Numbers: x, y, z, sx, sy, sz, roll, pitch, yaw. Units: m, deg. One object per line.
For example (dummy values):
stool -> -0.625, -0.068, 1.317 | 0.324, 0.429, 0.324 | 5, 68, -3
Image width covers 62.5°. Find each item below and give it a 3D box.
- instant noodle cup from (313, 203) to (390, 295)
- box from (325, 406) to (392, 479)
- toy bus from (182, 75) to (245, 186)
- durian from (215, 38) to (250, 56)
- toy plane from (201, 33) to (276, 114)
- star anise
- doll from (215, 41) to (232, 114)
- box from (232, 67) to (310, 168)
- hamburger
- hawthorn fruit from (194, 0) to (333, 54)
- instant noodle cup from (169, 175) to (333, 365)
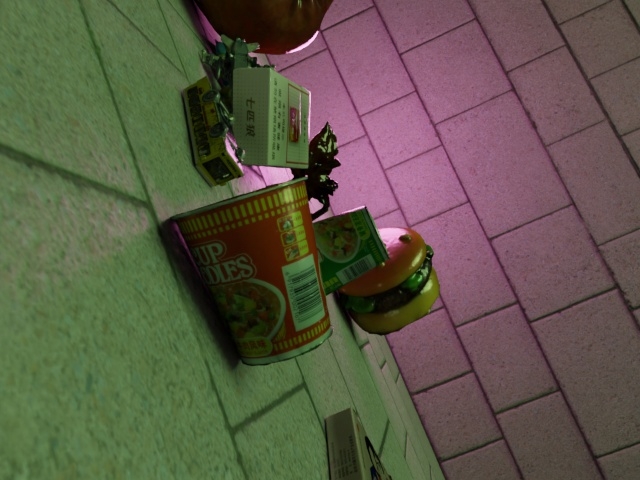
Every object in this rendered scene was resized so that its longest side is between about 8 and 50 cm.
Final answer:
instant noodle cup -> 0.033, 0.027, 1.265 | 0.207, 0.233, 0.207 | -24, 90, -83
box -> 0.086, 0.475, 0.867 | 0.353, 0.069, 0.214 | -102, 167, -68
toy bus -> -0.195, -0.203, 0.952 | 0.081, 0.074, 0.226 | 59, 9, -54
durian -> -0.272, -0.577, 1.666 | 0.100, 0.086, 0.215 | 53, 8, 2
toy plane -> -0.204, -0.405, 1.320 | 0.088, 0.192, 0.262 | 123, -32, -56
star anise -> -0.030, -0.176, 1.549 | 0.237, 0.148, 0.346 | 34, -48, 30
doll -> -0.200, -0.406, 1.506 | 0.346, 0.099, 0.341 | -90, 156, -66
box -> -0.110, -0.285, 1.291 | 0.330, 0.095, 0.210 | -26, 119, -76
hamburger -> 0.232, 0.114, 1.928 | 0.395, 0.396, 0.277 | -101, 165, -64
hawthorn fruit -> -0.194, -0.783, 1.546 | 0.472, 0.472, 0.471 | -24, 90, -84
instant noodle cup -> -0.074, 0.040, 0.696 | 0.193, 0.193, 0.212 | -69, 142, -81
